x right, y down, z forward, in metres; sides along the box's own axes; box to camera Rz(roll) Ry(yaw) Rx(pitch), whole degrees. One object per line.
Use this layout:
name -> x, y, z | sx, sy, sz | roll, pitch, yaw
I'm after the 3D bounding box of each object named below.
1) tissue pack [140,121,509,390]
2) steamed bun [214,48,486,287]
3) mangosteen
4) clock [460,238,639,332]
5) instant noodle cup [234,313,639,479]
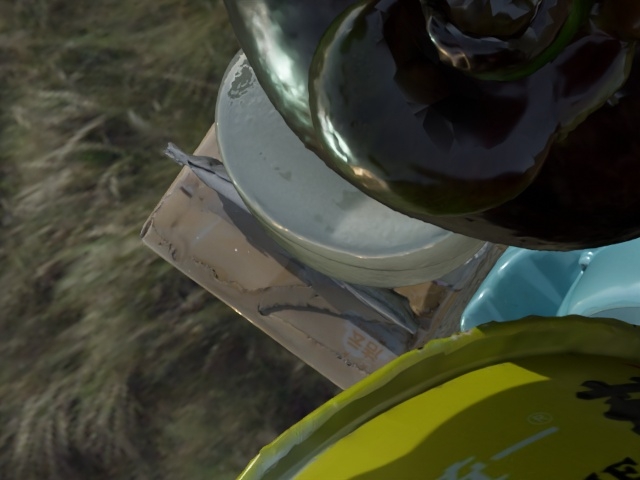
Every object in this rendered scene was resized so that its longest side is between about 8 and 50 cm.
tissue pack -> 0.000, 0.000, 1.354 | 0.305, 0.238, 0.239 | 36, 131, 14
steamed bun -> 0.028, -0.057, 1.126 | 0.241, 0.164, 0.146 | 27, 170, 15
mangosteen -> 0.071, -0.103, 0.406 | 0.216, 0.216, 0.216 | 18, 124, 29
clock -> 0.232, 0.074, 0.838 | 0.223, 0.094, 0.274 | 47, 148, -12
instant noodle cup -> 0.121, 0.201, 0.375 | 0.254, 0.325, 0.326 | 18, 128, 60
